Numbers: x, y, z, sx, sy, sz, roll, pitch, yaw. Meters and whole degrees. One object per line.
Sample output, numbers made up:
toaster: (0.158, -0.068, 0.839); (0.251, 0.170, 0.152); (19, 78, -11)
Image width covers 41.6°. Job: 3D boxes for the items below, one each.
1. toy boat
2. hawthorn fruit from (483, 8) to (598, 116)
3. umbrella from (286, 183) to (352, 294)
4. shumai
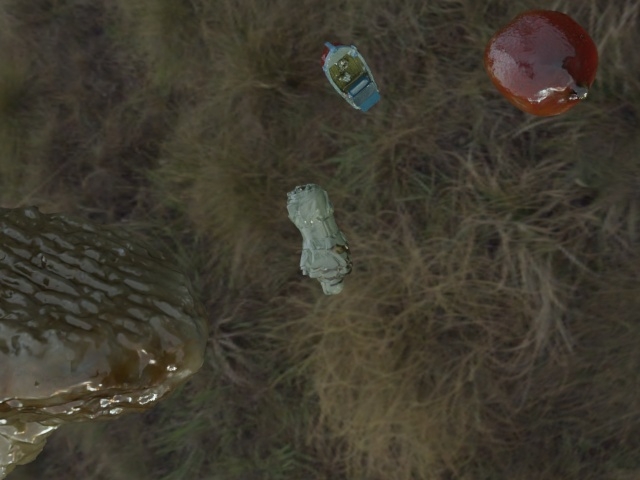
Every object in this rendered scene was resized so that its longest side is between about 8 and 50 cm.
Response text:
toy boat: (0.051, -0.278, 1.419); (0.069, 0.173, 0.058); (-40, 53, 3)
hawthorn fruit: (0.355, -0.272, 1.337); (0.169, 0.169, 0.188); (-48, 50, 27)
umbrella: (0.000, 0.000, 1.035); (0.067, 0.062, 0.143); (-18, 106, -6)
shumai: (-0.264, 0.133, 0.792); (0.314, 0.267, 0.262); (12, 120, 4)
